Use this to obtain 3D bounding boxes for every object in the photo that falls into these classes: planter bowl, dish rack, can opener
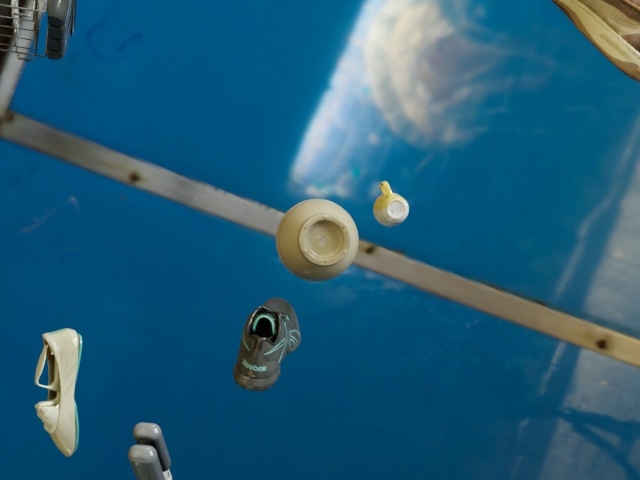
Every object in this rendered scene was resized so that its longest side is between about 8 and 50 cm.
[{"bbox_3d":[0.000,0.000,1.899,0.109,0.162,0.162,-178,-71,-82],"label":"planter bowl"},{"bbox_3d":[-0.522,-0.355,1.555,0.208,0.272,0.074,140,-46,-71],"label":"dish rack"},{"bbox_3d":[-0.255,0.390,1.679,0.283,0.095,0.076,92,4,-58],"label":"can opener"}]

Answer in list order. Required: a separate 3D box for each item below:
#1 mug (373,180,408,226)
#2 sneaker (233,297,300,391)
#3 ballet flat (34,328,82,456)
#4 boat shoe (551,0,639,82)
[{"bbox_3d":[0.123,-0.060,1.776,0.062,0.078,0.064,-52,-175,-2],"label":"mug"},{"bbox_3d":[-0.087,0.163,1.800,0.267,0.101,0.106,-75,175,-64],"label":"sneaker"},{"bbox_3d":[-0.507,0.292,1.910,0.086,0.086,0.248,2,-90,53],"label":"ballet flat"},{"bbox_3d":[0.399,-0.387,1.468,0.123,0.123,0.342,-47,-119,25],"label":"boat shoe"}]
